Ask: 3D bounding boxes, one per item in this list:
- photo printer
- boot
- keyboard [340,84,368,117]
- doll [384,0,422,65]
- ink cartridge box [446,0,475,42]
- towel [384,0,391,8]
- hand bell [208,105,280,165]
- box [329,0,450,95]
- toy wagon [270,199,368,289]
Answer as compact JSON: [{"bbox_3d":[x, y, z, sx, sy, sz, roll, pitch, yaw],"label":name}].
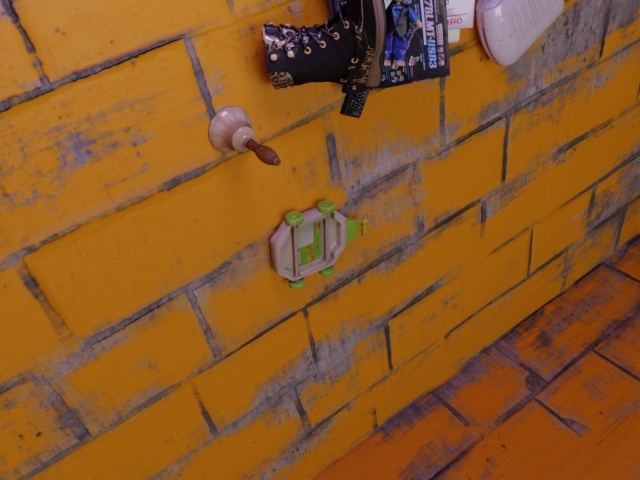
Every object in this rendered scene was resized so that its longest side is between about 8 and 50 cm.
[{"bbox_3d":[0.631,-0.735,1.835,0.307,0.107,0.256,-47,136,-3],"label":"photo printer"},{"bbox_3d":[0.006,-0.483,1.332,0.284,0.138,0.377,-5,160,2],"label":"boot"},{"bbox_3d":[0.109,-0.448,1.658,0.108,0.023,0.180,2,115,-40],"label":"keyboard"},{"bbox_3d":[0.194,-0.541,1.445,0.129,0.046,0.189,2,120,3],"label":"doll"},{"bbox_3d":[0.306,-0.681,1.541,0.207,0.119,0.353,-8,127,-1],"label":"ink cartridge box"},{"bbox_3d":[0.142,-0.734,1.374,0.325,0.248,0.038,-52,178,2],"label":"towel"},{"bbox_3d":[-0.167,-0.234,1.414,0.126,0.242,0.126,-21,129,-29],"label":"hand bell"},{"bbox_3d":[0.184,-0.554,1.507,0.293,0.073,0.295,-11,127,4],"label":"box"},{"bbox_3d":[0.000,0.000,1.836,0.344,0.068,0.267,-22,130,-28],"label":"toy wagon"}]
